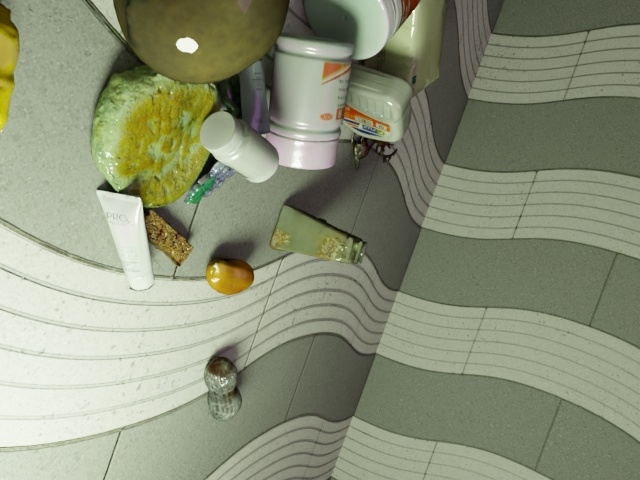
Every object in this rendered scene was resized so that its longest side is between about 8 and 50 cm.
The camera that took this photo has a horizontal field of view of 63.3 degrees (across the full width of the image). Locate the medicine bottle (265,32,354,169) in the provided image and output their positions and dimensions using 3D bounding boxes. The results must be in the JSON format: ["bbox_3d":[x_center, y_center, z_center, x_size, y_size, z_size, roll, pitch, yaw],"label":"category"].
[{"bbox_3d":[-0.033,-0.363,1.353,0.202,0.202,0.315,-30,135,-54],"label":"medicine bottle"}]

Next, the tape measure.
[{"bbox_3d":[0.156,-0.436,1.629,0.130,0.258,0.265,-63,161,-18],"label":"tape measure"}]

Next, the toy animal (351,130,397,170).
[{"bbox_3d":[0.190,-0.374,1.963,0.243,0.087,0.259,-40,146,-24],"label":"toy animal"}]

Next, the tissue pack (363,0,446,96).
[{"bbox_3d":[0.280,-0.691,1.723,0.297,0.207,0.380,-47,147,-38],"label":"tissue pack"}]

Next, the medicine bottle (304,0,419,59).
[{"bbox_3d":[0.121,-0.654,1.379,0.240,0.253,0.252,-56,152,-27],"label":"medicine bottle"}]

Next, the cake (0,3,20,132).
[{"bbox_3d":[-0.476,-0.243,0.702,0.184,0.080,0.116,-67,158,4],"label":"cake"}]

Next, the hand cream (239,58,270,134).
[{"bbox_3d":[-0.155,-0.372,1.195,0.080,0.048,0.254,-12,104,-39],"label":"hand cream"}]

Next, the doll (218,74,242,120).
[{"bbox_3d":[-0.195,-0.310,1.229,0.115,0.078,0.150,-58,143,-46],"label":"doll"}]

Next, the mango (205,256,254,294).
[{"bbox_3d":[-0.253,0.092,1.403,0.159,0.084,0.105,27,100,-45],"label":"mango"}]

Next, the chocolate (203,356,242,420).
[{"bbox_3d":[-0.291,0.450,1.560,0.110,0.110,0.247,-44,148,-43],"label":"chocolate"}]

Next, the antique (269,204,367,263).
[{"bbox_3d":[0.000,0.000,1.595,0.125,0.284,0.150,8,100,-65],"label":"antique"}]

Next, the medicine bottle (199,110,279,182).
[{"bbox_3d":[-0.176,-0.205,1.150,0.187,0.103,0.102,30,81,-62],"label":"medicine bottle"}]

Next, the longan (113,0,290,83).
[{"bbox_3d":[-0.197,-0.426,0.866,0.319,0.319,0.318,-44,145,-43],"label":"longan"}]

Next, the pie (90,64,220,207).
[{"bbox_3d":[-0.321,-0.209,1.052,0.323,0.071,0.323,-46,150,-36],"label":"pie"}]

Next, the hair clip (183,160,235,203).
[{"bbox_3d":[-0.258,-0.156,1.228,0.195,0.052,0.124,-53,176,-39],"label":"hair clip"}]

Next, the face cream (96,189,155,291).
[{"bbox_3d":[-0.387,0.002,1.065,0.058,0.092,0.243,-73,169,-48],"label":"face cream"}]

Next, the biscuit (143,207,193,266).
[{"bbox_3d":[-0.353,-0.007,1.174,0.064,0.035,0.199,-60,154,-18],"label":"biscuit"}]
